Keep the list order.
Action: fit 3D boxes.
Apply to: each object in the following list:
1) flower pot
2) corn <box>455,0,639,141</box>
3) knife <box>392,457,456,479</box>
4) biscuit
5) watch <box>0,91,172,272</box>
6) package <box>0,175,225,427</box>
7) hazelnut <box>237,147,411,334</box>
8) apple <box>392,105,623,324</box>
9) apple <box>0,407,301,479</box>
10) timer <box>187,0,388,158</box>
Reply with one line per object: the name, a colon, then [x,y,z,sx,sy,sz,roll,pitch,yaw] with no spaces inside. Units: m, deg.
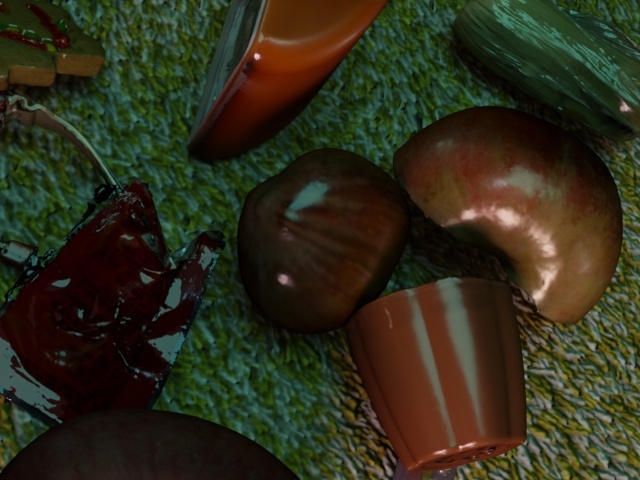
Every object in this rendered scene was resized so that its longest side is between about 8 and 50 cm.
flower pot: [0.131,0.148,1.082,0.190,0.191,0.173,-4,66,-19]
corn: [0.328,-0.246,1.384,0.305,0.122,0.123,30,42,-3]
knife: [0.104,0.309,1.109,0.132,0.038,0.399,21,62,-3]
biscuit: [-0.370,-0.230,1.159,0.212,0.041,0.239,30,36,9]
watch: [-0.306,-0.041,1.124,0.165,0.102,0.268,-41,92,-21]
package: [-0.222,0.073,1.071,0.194,0.071,0.269,33,75,4]
hazelnut: [-0.007,-0.005,1.134,0.210,0.186,0.210,-2,99,-11]
apple: [0.246,-0.059,1.190,0.293,0.163,0.251,40,22,-7]
apple: [-0.147,0.312,0.916,0.344,0.269,0.345,1,84,-7]
timer: [-0.054,-0.231,1.190,0.161,0.257,0.250,34,59,-8]
